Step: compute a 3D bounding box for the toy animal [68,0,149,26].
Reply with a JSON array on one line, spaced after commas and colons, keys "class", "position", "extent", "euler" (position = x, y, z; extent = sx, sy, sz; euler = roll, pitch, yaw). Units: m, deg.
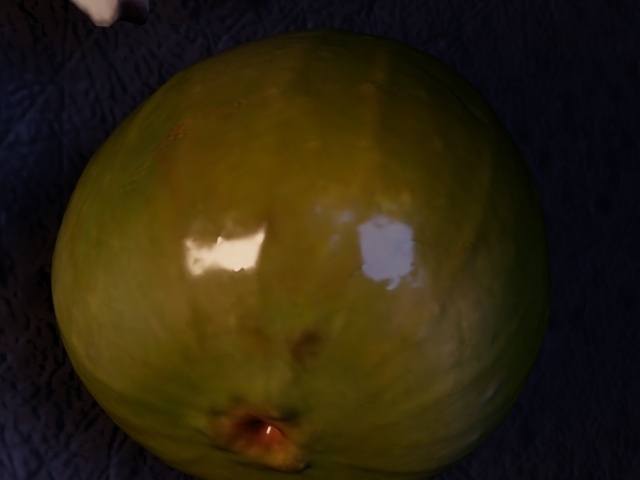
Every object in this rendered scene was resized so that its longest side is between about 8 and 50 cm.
[{"class": "toy animal", "position": [-0.039, -0.281, 0.880], "extent": [0.251, 0.251, 0.310], "euler": [61, 36, -10]}]

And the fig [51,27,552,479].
[{"class": "fig", "position": [0.000, 0.000, 0.869], "extent": [0.316, 0.316, 0.316], "euler": [5, 80, -31]}]
